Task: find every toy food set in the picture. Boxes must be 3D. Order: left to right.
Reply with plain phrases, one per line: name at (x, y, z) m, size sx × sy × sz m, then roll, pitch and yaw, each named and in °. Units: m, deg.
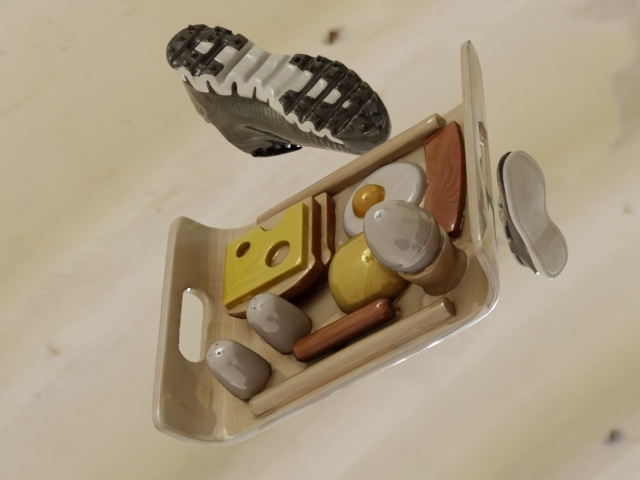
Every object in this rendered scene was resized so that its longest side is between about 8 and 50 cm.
toy food set at (0.000, 0.000, 1.343) m, size 0.092 × 0.306 × 0.220 m, roll 41°, pitch -146°, yaw -35°

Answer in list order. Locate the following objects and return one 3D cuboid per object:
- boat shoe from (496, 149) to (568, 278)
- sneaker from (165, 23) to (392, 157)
boat shoe at (0.158, -0.022, 1.411) m, size 0.046 × 0.038 × 0.125 m, roll -50°, pitch -47°, yaw -23°
sneaker at (-0.030, -0.115, 1.599) m, size 0.078 × 0.234 × 0.106 m, roll -50°, pitch -33°, yaw -28°
